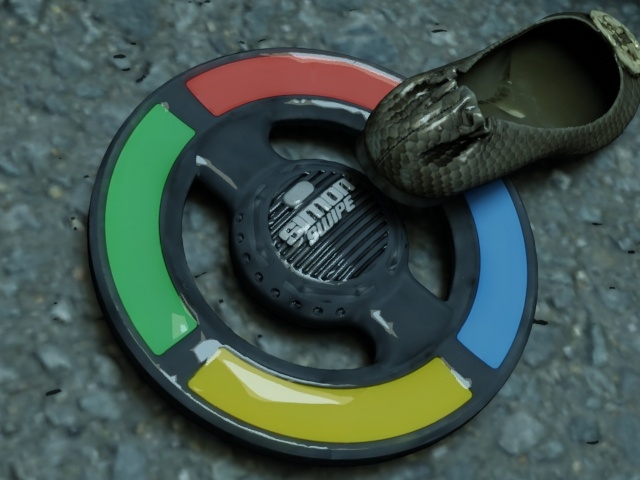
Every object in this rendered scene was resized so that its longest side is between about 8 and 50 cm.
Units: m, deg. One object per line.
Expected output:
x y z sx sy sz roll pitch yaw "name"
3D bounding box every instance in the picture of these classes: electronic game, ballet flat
0.000 0.000 0.585 0.229 0.048 0.229 6 62 -12 "electronic game"
0.113 -0.082 0.624 0.250 0.058 0.084 -24 70 -44 "ballet flat"
